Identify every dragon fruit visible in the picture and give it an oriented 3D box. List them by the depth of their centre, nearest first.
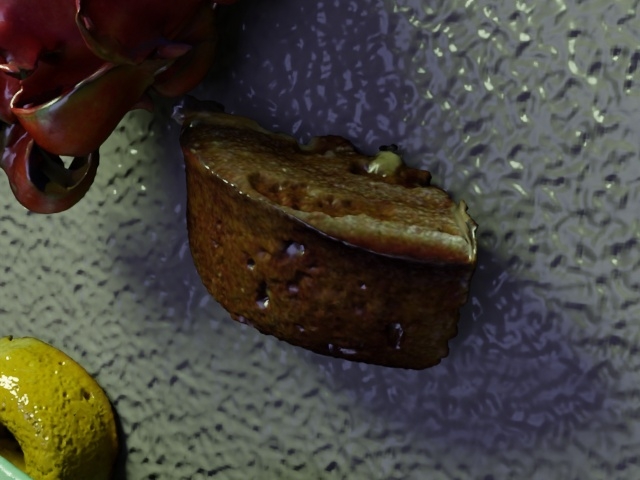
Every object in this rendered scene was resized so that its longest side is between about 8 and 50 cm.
[{"bbox_3d":[-0.153,-0.176,0.513,0.243,0.227,0.307,-8,93,30],"label":"dragon fruit"}]

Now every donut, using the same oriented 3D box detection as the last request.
[{"bbox_3d":[-0.011,0.000,0.512,0.186,0.144,0.126,7,119,0],"label":"donut"},{"bbox_3d":[-0.249,0.161,0.668,0.178,0.065,0.162,12,99,23],"label":"donut"}]

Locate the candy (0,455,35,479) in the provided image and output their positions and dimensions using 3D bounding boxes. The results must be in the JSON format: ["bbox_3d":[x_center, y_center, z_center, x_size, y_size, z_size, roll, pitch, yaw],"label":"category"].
[{"bbox_3d":[-0.111,0.277,0.514,0.398,0.172,0.263,23,125,44],"label":"candy"}]
